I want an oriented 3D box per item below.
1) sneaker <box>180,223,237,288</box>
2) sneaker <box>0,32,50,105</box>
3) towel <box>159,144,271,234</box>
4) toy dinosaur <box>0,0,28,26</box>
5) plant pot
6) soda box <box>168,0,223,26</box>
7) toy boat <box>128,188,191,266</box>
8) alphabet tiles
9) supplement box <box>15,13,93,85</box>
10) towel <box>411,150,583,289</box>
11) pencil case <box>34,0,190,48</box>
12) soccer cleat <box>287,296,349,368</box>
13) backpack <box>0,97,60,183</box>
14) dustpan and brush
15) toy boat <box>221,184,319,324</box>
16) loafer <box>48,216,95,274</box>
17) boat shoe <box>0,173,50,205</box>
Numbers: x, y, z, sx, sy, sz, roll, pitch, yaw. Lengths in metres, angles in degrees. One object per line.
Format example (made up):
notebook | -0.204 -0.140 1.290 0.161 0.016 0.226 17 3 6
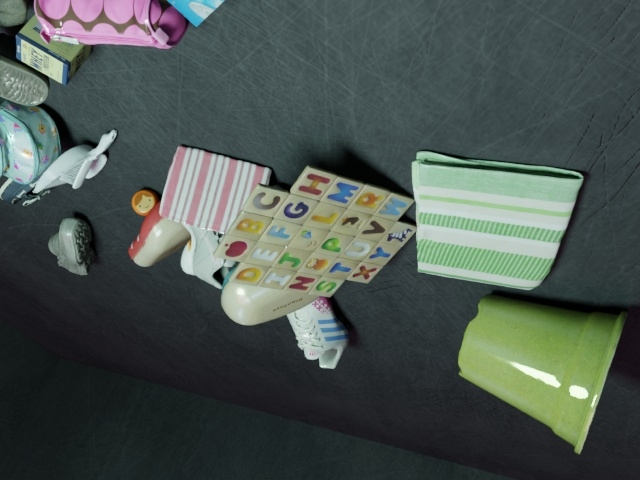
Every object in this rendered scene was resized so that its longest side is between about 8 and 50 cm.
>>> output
sneaker | -0.218 -0.009 1.184 0.121 0.099 0.262 31 137 20
sneaker | -0.543 -0.303 0.897 0.083 0.118 0.222 -43 135 20
towel | -0.198 -0.089 1.073 0.197 0.144 0.029 15 180 10
toy dinosaur | -0.473 -0.365 0.796 0.160 0.121 0.313 35 146 -11
plant pot | 0.418 0.228 1.108 0.254 0.276 0.276 18 153 29
soda box | -0.103 -0.337 0.653 0.067 0.071 0.210 38 146 -27
toy boat | -0.364 -0.047 1.269 0.151 0.151 0.231 56 145 -2
alphabet tiles | 0.000 0.000 1.006 0.343 0.011 0.285 12 132 -34
supplement box | -0.414 -0.306 0.890 0.083 0.083 0.056 29 150 -14
towel | 0.282 -0.021 0.975 0.248 0.038 0.324 10 147 17
pencil case | -0.288 -0.312 0.787 0.210 0.098 0.095 8 154 21
soccer cleat | -0.021 0.215 1.451 0.116 0.143 0.331 -1 144 34
backpack | -0.620 -0.199 1.121 0.189 0.144 0.165 18 124 2
dustpan and brush | -0.480 -0.165 1.166 0.060 0.147 0.211 45 120 4
toy boat | -0.079 0.033 1.163 0.268 0.148 0.318 -18 148 -24
loafer | -0.704 0.017 1.590 0.112 0.112 0.319 17 152 -11
boat shoe | -0.688 -0.135 1.351 0.079 0.095 0.255 44 136 -16
